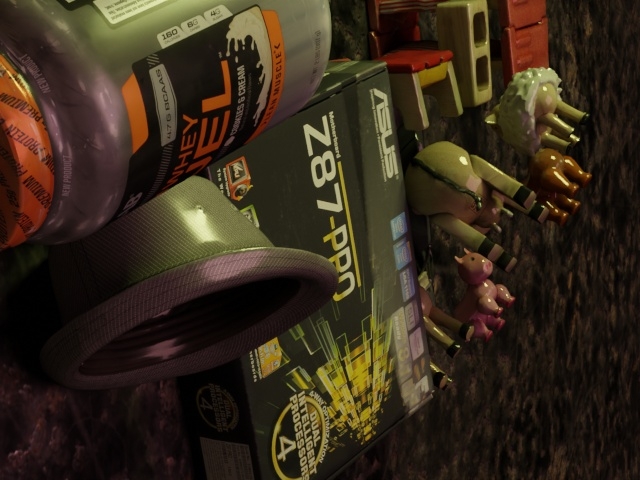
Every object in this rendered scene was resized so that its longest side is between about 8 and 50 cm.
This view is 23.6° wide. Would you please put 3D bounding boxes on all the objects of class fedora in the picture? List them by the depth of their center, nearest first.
[{"bbox_3d":[-0.127,0.027,1.297,0.275,0.243,0.124,-4,65,-53],"label":"fedora"}]

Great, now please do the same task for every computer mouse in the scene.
[{"bbox_3d":[0.109,-0.016,1.928,0.184,0.060,0.262,-87,171,-52],"label":"computer mouse"}]

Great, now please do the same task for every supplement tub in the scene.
[{"bbox_3d":[-0.152,-0.120,1.075,0.316,0.193,0.194,-35,123,-44],"label":"supplement tub"}]

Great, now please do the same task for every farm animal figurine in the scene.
[{"bbox_3d":[0.152,-0.020,1.754,0.330,0.172,0.327,-52,161,-15],"label":"farm animal figurine"}]

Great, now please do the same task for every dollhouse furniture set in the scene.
[{"bbox_3d":[0.108,-0.236,1.797,0.374,0.201,0.152,-25,114,-56],"label":"dollhouse furniture set"}]

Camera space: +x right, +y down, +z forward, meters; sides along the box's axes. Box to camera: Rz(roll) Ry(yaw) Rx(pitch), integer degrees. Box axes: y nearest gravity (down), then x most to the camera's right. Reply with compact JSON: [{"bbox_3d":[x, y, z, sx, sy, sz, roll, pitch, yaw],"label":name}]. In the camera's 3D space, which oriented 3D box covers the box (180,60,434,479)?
[{"bbox_3d":[-0.023,0.046,1.563,0.318,0.097,0.395,-32,119,-51],"label":"box"}]
